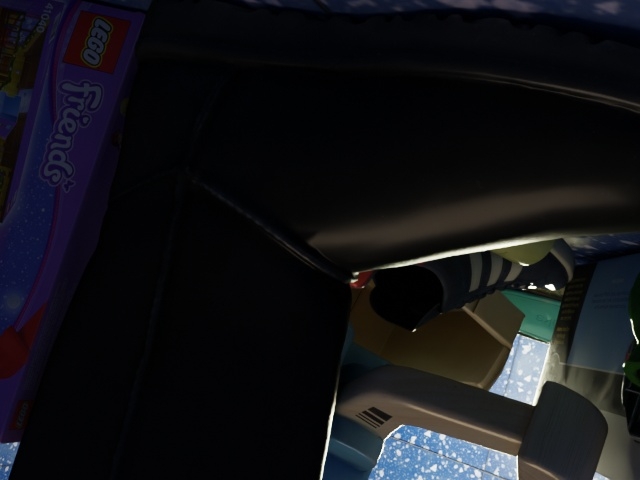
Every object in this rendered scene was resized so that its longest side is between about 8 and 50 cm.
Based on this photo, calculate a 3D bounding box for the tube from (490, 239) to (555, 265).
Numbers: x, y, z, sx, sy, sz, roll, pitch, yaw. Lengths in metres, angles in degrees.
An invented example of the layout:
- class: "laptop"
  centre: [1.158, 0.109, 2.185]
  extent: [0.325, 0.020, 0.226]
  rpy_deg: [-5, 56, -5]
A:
- class: "tube"
  centre: [0.104, -0.041, 0.686]
  extent: [0.240, 0.062, 0.070]
  rpy_deg: [22, 159, -35]

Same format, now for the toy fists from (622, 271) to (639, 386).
- class: "toy fists"
  centre: [0.335, 0.053, 0.513]
  extent: [0.279, 0.142, 0.096]
  rpy_deg: [11, 156, 46]

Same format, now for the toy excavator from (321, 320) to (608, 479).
- class: "toy excavator"
  centre: [0.023, 0.178, 0.881]
  extent: [0.433, 0.222, 0.445]
  rpy_deg: [28, 157, 1]

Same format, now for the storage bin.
- class: "storage bin"
  centre: [0.077, 0.071, 1.032]
  extent: [0.262, 0.123, 0.260]
  rpy_deg: [40, 156, -23]

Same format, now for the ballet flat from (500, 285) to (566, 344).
- class: "ballet flat"
  centre: [0.240, 0.064, 1.188]
  extent: [0.348, 0.123, 0.123]
  rpy_deg: [18, 175, 8]

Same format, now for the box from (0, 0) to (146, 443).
- class: "box"
  centre: [-0.243, -0.032, 0.561]
  extent: [0.200, 0.293, 0.057]
  rpy_deg: [16, 173, 14]

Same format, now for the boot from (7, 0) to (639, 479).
- class: "boot"
  centre: [-0.010, 0.108, 0.453]
  extent: [0.367, 0.445, 0.146]
  rpy_deg: [14, 174, 32]

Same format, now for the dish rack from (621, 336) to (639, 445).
- class: "dish rack"
  centre: [0.369, 0.100, 0.585]
  extent: [0.271, 0.208, 0.074]
  rpy_deg: [13, 162, 43]

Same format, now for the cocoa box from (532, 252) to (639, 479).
- class: "cocoa box"
  centre: [0.392, 0.148, 0.835]
  extent: [0.231, 0.228, 0.347]
  rpy_deg: [16, 174, 0]

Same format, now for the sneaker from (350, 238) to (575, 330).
- class: "sneaker"
  centre: [0.134, 0.029, 0.843]
  extent: [0.350, 0.148, 0.131]
  rpy_deg: [20, 174, -37]
